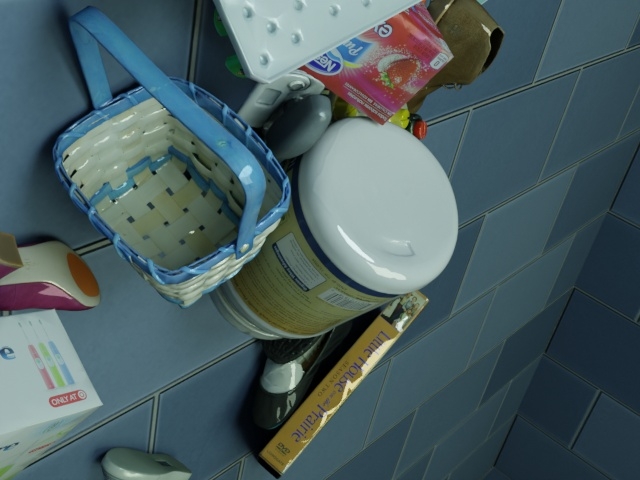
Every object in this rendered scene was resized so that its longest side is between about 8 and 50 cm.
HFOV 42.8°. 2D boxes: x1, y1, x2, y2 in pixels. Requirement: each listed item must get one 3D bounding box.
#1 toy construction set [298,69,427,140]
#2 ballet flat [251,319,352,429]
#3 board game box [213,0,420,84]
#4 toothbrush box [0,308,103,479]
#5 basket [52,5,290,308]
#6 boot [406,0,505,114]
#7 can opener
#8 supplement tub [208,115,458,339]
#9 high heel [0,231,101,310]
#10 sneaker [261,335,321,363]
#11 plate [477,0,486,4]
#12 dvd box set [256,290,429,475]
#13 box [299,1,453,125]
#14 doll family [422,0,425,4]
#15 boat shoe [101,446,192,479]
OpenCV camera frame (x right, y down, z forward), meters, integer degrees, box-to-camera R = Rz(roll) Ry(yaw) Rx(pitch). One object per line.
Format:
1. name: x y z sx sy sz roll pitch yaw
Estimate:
1. toy construction set: 0.061 -0.155 1.206 0.327 0.151 0.215 88 26 -55
2. ballet flat: -0.045 0.210 1.493 0.280 0.095 0.096 -52 143 -28
3. board game box: -0.009 -0.395 0.761 0.390 0.050 0.389 -36 112 -32
4. toothbrush box: -0.390 0.197 0.790 0.283 0.122 0.206 -40 163 24
5. basket: -0.160 -0.079 0.860 0.201 0.255 0.289 -39 165 -19
6. boot: 0.183 -0.259 1.256 0.112 0.115 0.305 -52 176 -21
7. can opener: -0.084 -0.112 0.977 0.074 0.093 0.280 9 154 -28
8. supplement tub: 0.000 0.000 1.076 0.228 0.228 0.316 -28 178 -41
9. high heel: -0.344 0.054 0.913 0.117 0.082 0.244 -25 167 8
10. sneaker: 0.005 0.097 1.435 0.286 0.109 0.130 -54 157 0
11. plate: 0.269 -0.473 1.332 0.188 0.024 0.188 -37 146 -30
12. dvd box set: 0.036 0.284 1.604 0.420 0.062 0.307 -47 172 -15
13. box: 0.012 -0.261 0.919 0.257 0.128 0.123 28 123 -35
14. doll family: 0.040 -0.363 1.005 0.263 0.118 0.163 10 128 -25
15. boat shoe: -0.285 0.388 1.307 0.081 0.079 0.227 -58 155 -5
